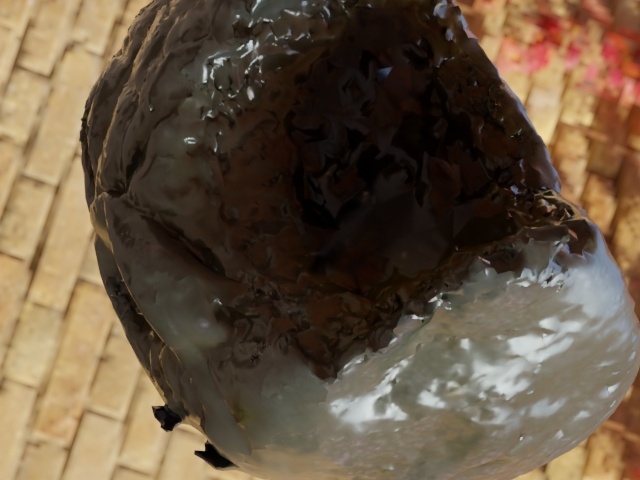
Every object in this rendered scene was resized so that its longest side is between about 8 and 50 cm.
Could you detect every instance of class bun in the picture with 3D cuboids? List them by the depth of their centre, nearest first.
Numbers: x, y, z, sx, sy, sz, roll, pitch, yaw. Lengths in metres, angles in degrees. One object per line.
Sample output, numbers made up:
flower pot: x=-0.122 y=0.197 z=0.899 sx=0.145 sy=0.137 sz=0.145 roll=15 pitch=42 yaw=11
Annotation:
bun: x=0.000 y=0.001 z=0.779 sx=0.204 sy=0.282 sz=0.281 roll=-27 pitch=-168 yaw=-1
